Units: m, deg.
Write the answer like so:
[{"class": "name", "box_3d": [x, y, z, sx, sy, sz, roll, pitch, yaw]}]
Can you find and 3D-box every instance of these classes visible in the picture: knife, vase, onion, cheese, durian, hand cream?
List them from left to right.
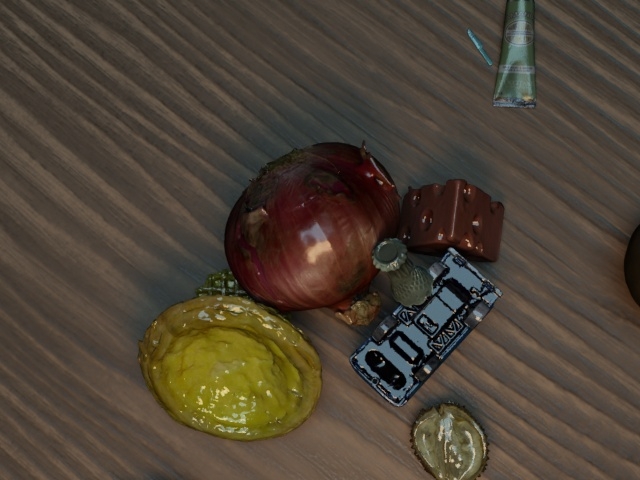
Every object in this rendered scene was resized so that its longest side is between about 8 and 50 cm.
[{"class": "onion", "box_3d": [-0.009, -0.028, 1.814, 0.353, 0.353, 0.354, 0, 81, 3]}, {"class": "vase", "box_3d": [0.138, 0.050, 1.719, 0.081, 0.149, 0.081, -10, 61, 18]}, {"class": "durian", "box_3d": [0.245, 0.390, 1.858, 0.148, 0.091, 0.189, -2, 84, 15]}, {"class": "cheese", "box_3d": [0.273, -0.035, 1.898, 0.177, 0.203, 0.128, 12, 78, -24]}, {"class": "knife", "box_3d": [0.324, -0.392, 2.022, 0.014, 0.005, 0.091, -33, 80, -2]}, {"class": "hand cream", "box_3d": [0.397, -0.383, 1.997, 0.086, 0.055, 0.235, 4, 88, 6]}]

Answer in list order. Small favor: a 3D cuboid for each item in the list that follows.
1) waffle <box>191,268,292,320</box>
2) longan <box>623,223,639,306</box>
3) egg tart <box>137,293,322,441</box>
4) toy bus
[{"class": "waffle", "box_3d": [-0.156, 0.137, 1.936, 0.194, 0.051, 0.149, 32, 80, 6]}, {"class": "longan", "box_3d": [0.678, 0.048, 1.807, 0.258, 0.258, 0.258, 0, 81, 3]}, {"class": "egg tart", "box_3d": [-0.160, 0.217, 1.831, 0.345, 0.345, 0.132, 3, 36, 4]}, {"class": "toy bus", "box_3d": [0.191, 0.166, 1.852, 0.138, 0.175, 0.288, 43, 85, 9]}]
